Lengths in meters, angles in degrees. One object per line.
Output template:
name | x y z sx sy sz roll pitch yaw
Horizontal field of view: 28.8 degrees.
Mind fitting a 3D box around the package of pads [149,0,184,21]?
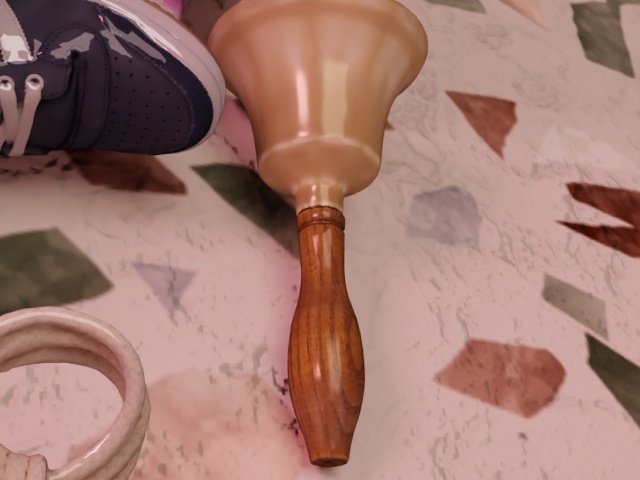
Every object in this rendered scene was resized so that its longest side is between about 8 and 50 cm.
package of pads | -0.103 -0.102 0.694 0.032 0.050 0.083 22 45 -14

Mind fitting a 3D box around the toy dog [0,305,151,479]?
toy dog | -0.174 0.127 0.359 0.333 0.161 0.220 1 85 -26

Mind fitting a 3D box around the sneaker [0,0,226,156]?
sneaker | -0.189 -0.066 0.575 0.282 0.099 0.153 17 42 -9

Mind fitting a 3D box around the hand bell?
hand bell | 0.000 0.000 0.658 0.126 0.126 0.242 11 63 -24
